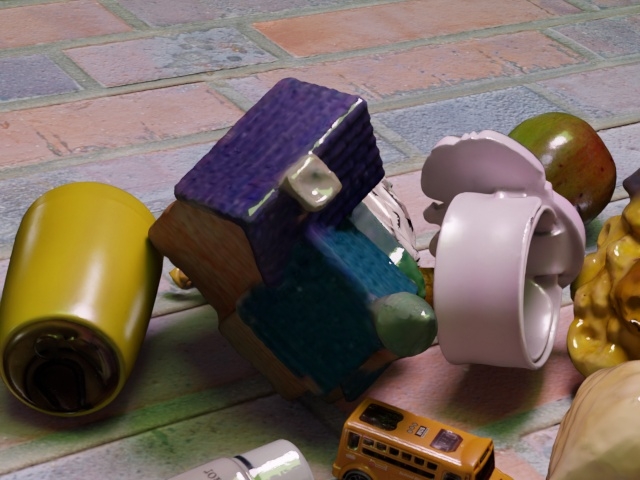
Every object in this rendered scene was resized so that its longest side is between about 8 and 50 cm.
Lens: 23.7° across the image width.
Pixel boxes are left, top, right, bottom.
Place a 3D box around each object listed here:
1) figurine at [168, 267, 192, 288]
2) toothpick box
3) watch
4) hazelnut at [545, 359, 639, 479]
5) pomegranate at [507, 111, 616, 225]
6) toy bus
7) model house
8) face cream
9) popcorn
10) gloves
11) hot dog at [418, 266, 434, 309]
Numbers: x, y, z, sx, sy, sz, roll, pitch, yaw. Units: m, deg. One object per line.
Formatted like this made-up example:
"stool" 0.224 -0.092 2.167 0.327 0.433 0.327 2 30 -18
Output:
"figurine" -0.077 -0.019 1.884 0.116 0.240 0.175 41 11 -3
"toothpick box" -0.271 0.069 1.705 0.175 0.175 0.271 6 32 -4
"watch" 0.188 0.020 1.765 0.196 0.244 0.231 3 37 24
"hazelnut" 0.316 0.237 1.492 0.241 0.261 0.261 0 30 -13
"pomegranate" 0.308 -0.080 2.138 0.210 0.180 0.180 -35 44 -12
"toy bus" 0.116 0.237 1.591 0.195 0.088 0.083 18 30 18
"model house" 0.000 0.000 1.649 0.312 0.280 0.245 47 65 -1
"face cream" -0.153 0.283 1.465 0.314 0.089 0.143 -21 39 -25
"popcorn" 0.438 0.038 1.816 0.297 0.281 0.316 -29 9 29
"gloves" 0.057 -0.032 2.037 0.128 0.111 0.212 -12 27 -40
"hot dog" 0.076 0.073 1.886 0.289 0.083 0.068 -2 50 -18
